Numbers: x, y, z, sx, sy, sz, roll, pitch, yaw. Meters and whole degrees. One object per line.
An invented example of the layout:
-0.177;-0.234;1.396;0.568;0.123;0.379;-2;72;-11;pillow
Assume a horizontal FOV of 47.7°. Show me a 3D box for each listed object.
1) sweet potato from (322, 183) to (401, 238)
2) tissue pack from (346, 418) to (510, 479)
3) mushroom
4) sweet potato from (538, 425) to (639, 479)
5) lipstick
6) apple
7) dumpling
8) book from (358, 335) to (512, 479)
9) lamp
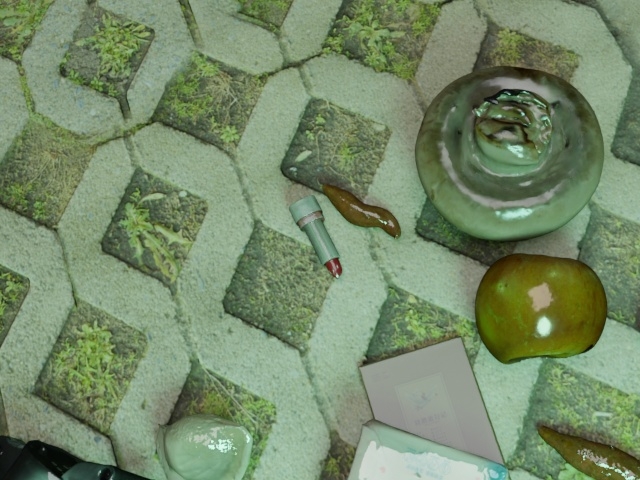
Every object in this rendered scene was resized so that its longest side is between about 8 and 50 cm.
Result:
0.085;-0.060;1.532;0.202;0.058;0.055;29;36;13;sweet potato
0.182;0.452;1.285;0.271;0.124;0.202;15;72;15;tissue pack
0.363;-0.181;1.395;0.362;0.295;0.363;-2;71;7;mushroom
0.542;0.410;1.288;0.314;0.066;0.072;22;117;15;sweet potato
0.000;0.000;1.526;0.063;0.057;0.186;-26;75;0;lipstick
0.401;0.132;1.333;0.236;0.237;0.208;6;86;11;apple
-0.225;0.415;1.389;0.215;0.126;0.167;-9;86;3;dumpling
0.217;0.359;1.383;0.216;0.021;0.311;-17;70;4;book
-0.520;0.527;1.349;0.374;0.205;0.272;6;67;29;lamp
